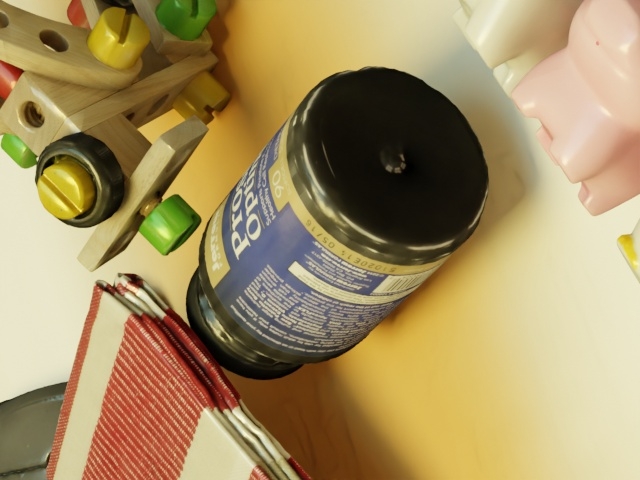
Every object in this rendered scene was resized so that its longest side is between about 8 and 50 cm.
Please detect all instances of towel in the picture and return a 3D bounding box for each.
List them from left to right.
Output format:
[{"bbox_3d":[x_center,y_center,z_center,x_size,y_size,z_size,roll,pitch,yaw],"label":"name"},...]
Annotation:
[{"bbox_3d":[-0.057,0.201,1.256,0.329,0.037,0.237,48,141,23],"label":"towel"}]

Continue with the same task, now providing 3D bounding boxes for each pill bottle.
[{"bbox_3d":[0.000,0.000,1.174,0.219,0.122,0.123,-48,58,53],"label":"pill bottle"}]

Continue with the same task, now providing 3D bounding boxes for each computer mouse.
[{"bbox_3d":[-0.196,0.156,1.451,0.272,0.072,0.189,-25,75,46],"label":"computer mouse"}]

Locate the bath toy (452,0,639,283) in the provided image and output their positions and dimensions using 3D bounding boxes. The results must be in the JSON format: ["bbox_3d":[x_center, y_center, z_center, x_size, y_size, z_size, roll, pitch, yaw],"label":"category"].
[{"bbox_3d":[0.157,-0.098,1.015,0.129,0.151,0.348,-34,63,5],"label":"bath toy"}]

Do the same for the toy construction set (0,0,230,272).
[{"bbox_3d":[-0.111,-0.127,1.277,0.237,0.257,0.309,45,102,15],"label":"toy construction set"}]
